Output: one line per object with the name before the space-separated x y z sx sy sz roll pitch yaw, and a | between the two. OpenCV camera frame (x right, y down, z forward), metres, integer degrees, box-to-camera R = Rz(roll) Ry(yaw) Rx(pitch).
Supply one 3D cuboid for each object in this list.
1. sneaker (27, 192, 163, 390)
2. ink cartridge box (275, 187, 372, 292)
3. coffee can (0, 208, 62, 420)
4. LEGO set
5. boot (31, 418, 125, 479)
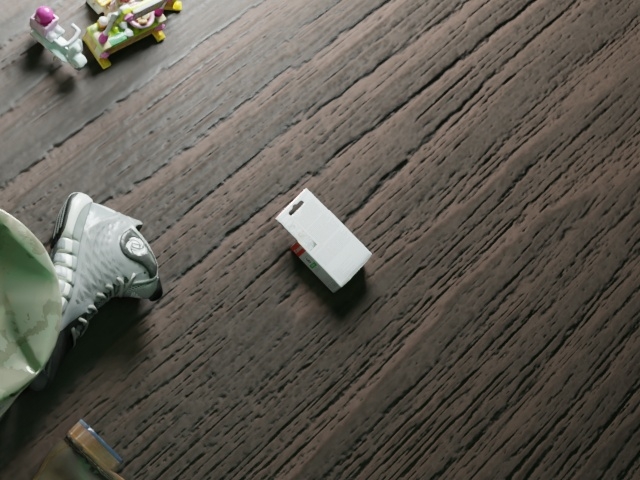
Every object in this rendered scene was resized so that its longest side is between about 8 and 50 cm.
sneaker | -0.239 0.065 1.440 0.132 0.086 0.229 18 66 -18
ink cartridge box | 0.000 0.000 1.590 0.115 0.029 0.063 46 63 -2
coffee can | -0.372 0.094 1.266 0.201 0.275 0.202 7 70 -20
LEGO set | -0.213 -0.318 1.565 0.132 0.107 0.287 36 63 -8
boot | -0.215 0.303 1.383 0.106 0.082 0.219 -42 86 -14
